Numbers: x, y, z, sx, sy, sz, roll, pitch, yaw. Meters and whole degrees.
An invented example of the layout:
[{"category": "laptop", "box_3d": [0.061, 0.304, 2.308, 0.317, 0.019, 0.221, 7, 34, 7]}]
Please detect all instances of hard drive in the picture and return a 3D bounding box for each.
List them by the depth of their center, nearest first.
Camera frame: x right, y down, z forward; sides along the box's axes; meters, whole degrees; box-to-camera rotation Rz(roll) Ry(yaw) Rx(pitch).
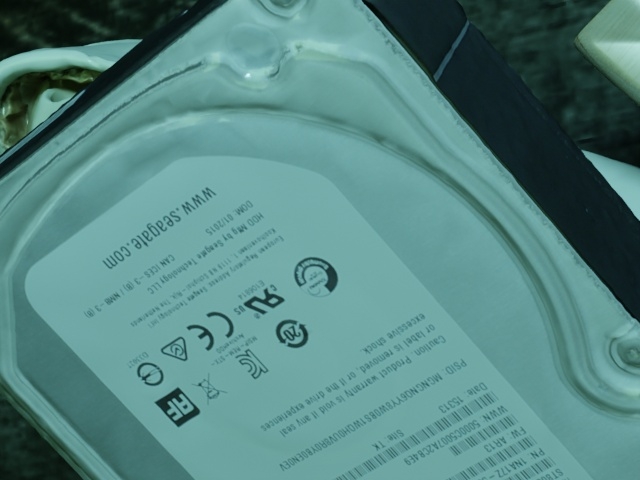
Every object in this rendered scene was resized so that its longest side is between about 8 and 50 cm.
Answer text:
[{"category": "hard drive", "box_3d": [0.030, 0.066, 0.747, 0.237, 0.064, 0.339, -33, 106, 32]}]

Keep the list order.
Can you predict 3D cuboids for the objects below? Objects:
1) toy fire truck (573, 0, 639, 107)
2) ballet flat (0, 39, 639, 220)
[{"category": "toy fire truck", "box_3d": [0.227, -0.122, 0.695, 0.217, 0.158, 0.246, 59, 139, 29]}, {"category": "ballet flat", "box_3d": [0.000, 0.000, 0.846, 0.400, 0.139, 0.139, 21, 100, 34]}]
